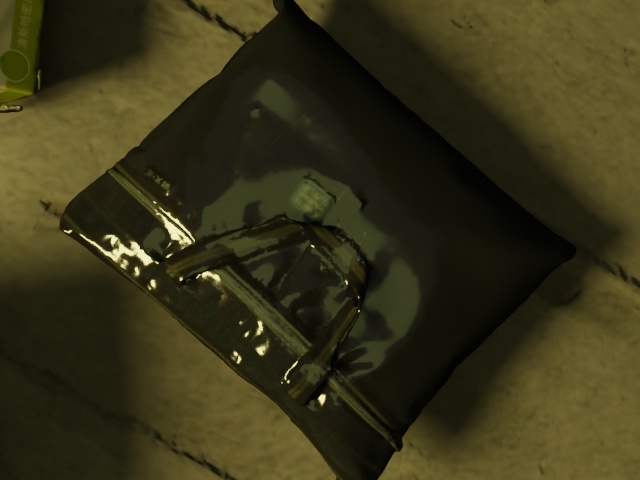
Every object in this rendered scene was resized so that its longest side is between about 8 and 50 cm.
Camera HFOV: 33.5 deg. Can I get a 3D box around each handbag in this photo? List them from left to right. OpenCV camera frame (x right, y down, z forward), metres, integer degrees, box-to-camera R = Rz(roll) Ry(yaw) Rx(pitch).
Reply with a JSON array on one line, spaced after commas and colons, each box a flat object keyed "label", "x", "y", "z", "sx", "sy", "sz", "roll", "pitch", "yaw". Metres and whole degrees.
[{"label": "handbag", "x": 0.000, "y": 0.000, "z": 0.649, "sx": 0.254, "sy": 0.089, "sz": 0.211, "roll": 42, "pitch": 79, "yaw": -2}]

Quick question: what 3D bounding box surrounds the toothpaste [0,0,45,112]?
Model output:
[{"label": "toothpaste", "x": -0.304, "y": -0.154, "z": 0.556, "sx": 0.328, "sy": 0.077, "sz": 0.110, "roll": 10, "pitch": 85, "yaw": -37}]
